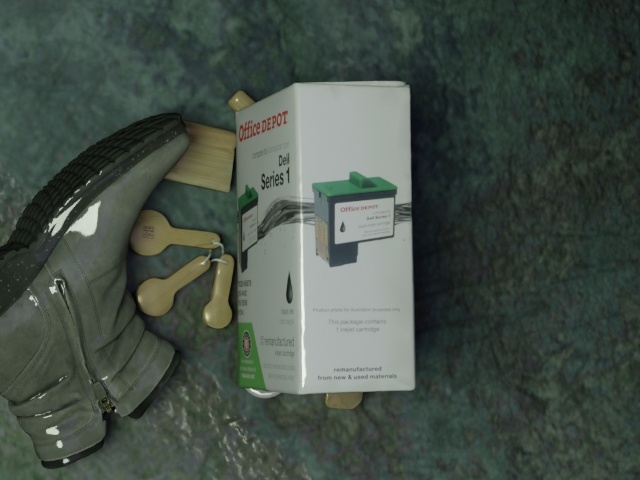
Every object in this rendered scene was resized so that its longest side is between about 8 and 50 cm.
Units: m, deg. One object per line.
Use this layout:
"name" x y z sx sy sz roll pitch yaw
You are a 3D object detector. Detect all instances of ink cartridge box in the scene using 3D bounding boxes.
"ink cartridge box" 0.000 0.000 1.114 0.093 0.160 0.219 0 86 -19

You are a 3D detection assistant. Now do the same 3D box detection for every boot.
"boot" -0.156 0.035 1.110 0.246 0.083 0.161 -46 113 -17

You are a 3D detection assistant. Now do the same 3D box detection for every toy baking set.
"toy baking set" -0.042 0.011 1.199 0.256 0.030 0.196 37 75 -16
